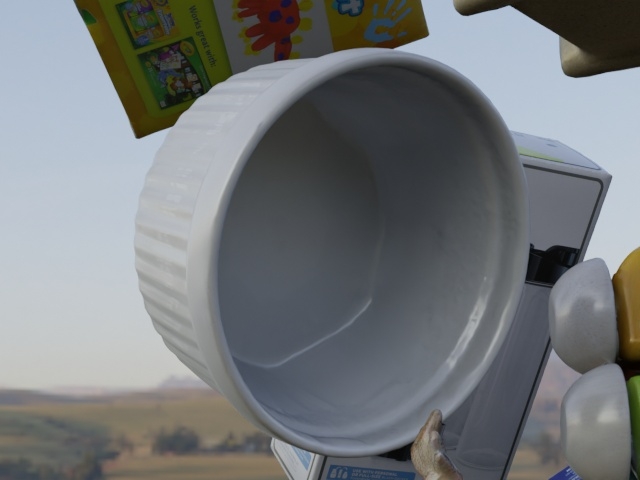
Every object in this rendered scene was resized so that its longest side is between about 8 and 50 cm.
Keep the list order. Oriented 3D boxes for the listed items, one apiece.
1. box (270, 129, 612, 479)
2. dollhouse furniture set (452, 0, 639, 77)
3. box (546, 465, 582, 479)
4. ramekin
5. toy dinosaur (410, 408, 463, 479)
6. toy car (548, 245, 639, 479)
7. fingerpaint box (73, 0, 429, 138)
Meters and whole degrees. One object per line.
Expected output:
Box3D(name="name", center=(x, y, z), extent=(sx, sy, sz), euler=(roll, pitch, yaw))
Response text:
Box3D(name="box", center=(0.084, 0.057, 1.027), extent=(0.169, 0.290, 0.087), euler=(11, 17, -23))
Box3D(name="dollhouse furniture set", center=(0.123, -0.196, 0.468), extent=(0.135, 0.259, 0.262), euler=(-12, -21, 40))
Box3D(name="box", center=(0.310, 0.361, 1.509), extent=(0.136, 0.225, 0.036), euler=(-30, -27, -14))
Box3D(name="ramekin", center=(0.000, 0.000, 0.722), extent=(0.207, 0.207, 0.109), euler=(9, 4, -38))
Box3D(name="toy dinosaur", center=(0.099, 0.202, 0.562), extent=(0.200, 0.127, 0.296), euler=(26, 28, 0))
Box3D(name="toy car", center=(0.223, 0.095, 0.847), extent=(0.159, 0.182, 0.136), euler=(-2, -35, 2))
Box3D(name="fingerpaint box", center=(-0.109, -0.371, 1.487), extent=(0.371, 0.163, 0.445), euler=(-20, -43, 0))
